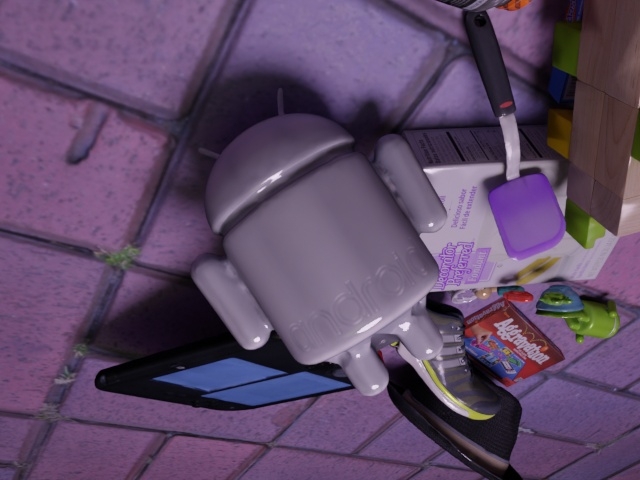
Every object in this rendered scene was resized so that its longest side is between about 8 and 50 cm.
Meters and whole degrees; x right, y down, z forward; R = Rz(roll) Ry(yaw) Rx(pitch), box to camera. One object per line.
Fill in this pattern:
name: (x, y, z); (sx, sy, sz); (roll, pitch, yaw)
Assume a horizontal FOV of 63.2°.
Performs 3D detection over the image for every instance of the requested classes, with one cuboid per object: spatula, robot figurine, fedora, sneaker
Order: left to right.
robot figurine: (0.000, 0.000, 0.612); (0.300, 0.353, 0.200); (-34, 176, -4)
sneaker: (0.214, 0.184, 0.891); (0.121, 0.111, 0.300); (-43, 98, 14)
fedora: (0.301, 0.341, 1.054); (0.334, 0.334, 0.152); (35, 90, -35)
spatula: (0.220, -0.124, 0.609); (0.084, 0.030, 0.296); (-20, 103, -4)
robot figurine: (0.525, 0.152, 1.005); (0.115, 0.067, 0.101); (13, 128, -22)

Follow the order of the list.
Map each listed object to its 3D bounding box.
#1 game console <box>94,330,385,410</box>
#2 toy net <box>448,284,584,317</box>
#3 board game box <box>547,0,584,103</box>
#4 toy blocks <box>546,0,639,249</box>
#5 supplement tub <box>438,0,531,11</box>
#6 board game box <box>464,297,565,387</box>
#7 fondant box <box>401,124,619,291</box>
game console: (-0.116, 0.224, 0.866); (0.386, 0.060, 0.342); (-21, 152, 27)
toy net: (0.285, 0.093, 0.826); (0.232, 0.045, 0.122); (1, -173, 38)
board game box: (0.383, -0.239, 0.583); (0.210, 0.047, 0.160); (-1, 128, 2)
toy blocks: (0.400, -0.176, 0.510); (0.261, 0.191, 0.381); (-15, 125, -3)
supplement tub: (0.115, -0.283, 0.474); (0.190, 0.117, 0.117); (10, 131, -19)
board game box: (0.383, 0.218, 1.073); (0.145, 0.027, 0.281); (-36, 129, 22)
fondant box: (0.270, -0.042, 0.752); (0.330, 0.096, 0.238); (-3, 134, -6)
